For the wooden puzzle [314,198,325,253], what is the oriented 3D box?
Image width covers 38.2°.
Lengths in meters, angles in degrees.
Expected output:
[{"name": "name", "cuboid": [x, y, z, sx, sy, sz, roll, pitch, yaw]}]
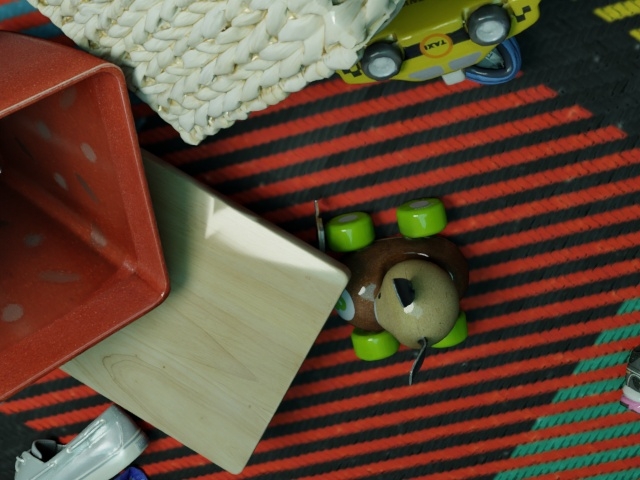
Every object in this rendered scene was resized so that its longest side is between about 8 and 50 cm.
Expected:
[{"name": "wooden puzzle", "cuboid": [0.000, 0.000, 0.963, 0.006, 0.049, 0.083, -5, 119, -3]}]

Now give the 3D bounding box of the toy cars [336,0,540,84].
[{"name": "toy cars", "cuboid": [0.172, -0.259, 0.810, 0.394, 0.176, 0.087, -47, 140, -7]}]

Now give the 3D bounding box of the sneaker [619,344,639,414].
[{"name": "sneaker", "cuboid": [0.412, 0.144, 0.980, 0.178, 0.072, 0.077, -1, 98, -1]}]

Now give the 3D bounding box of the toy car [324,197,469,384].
[{"name": "toy car", "cuboid": [0.077, 0.063, 0.913, 0.149, 0.188, 0.155, -11, 107, 8]}]

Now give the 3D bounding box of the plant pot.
[{"name": "plant pot", "cuboid": [-0.322, -0.036, 0.800, 0.267, 0.235, 0.267, -32, 140, -27]}]

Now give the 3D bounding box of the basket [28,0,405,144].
[{"name": "basket", "cuboid": [-0.051, -0.292, 0.684, 0.266, 0.328, 0.331, 43, 67, -19]}]

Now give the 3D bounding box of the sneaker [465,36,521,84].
[{"name": "sneaker", "cuboid": [0.098, -0.212, 0.879, 0.209, 0.082, 0.069, 27, 110, -3]}]

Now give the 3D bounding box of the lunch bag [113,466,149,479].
[{"name": "lunch bag", "cuboid": [-0.239, 0.517, 1.067, 0.328, 0.239, 0.385, -37, 95, 13]}]

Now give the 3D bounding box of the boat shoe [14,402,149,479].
[{"name": "boat shoe", "cuboid": [-0.308, 0.265, 1.076, 0.227, 0.079, 0.081, -33, 94, 9]}]

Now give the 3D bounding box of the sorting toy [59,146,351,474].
[{"name": "sorting toy", "cuboid": [-0.128, 0.066, 0.970, 0.257, 0.089, 0.255, 30, 109, 5]}]
